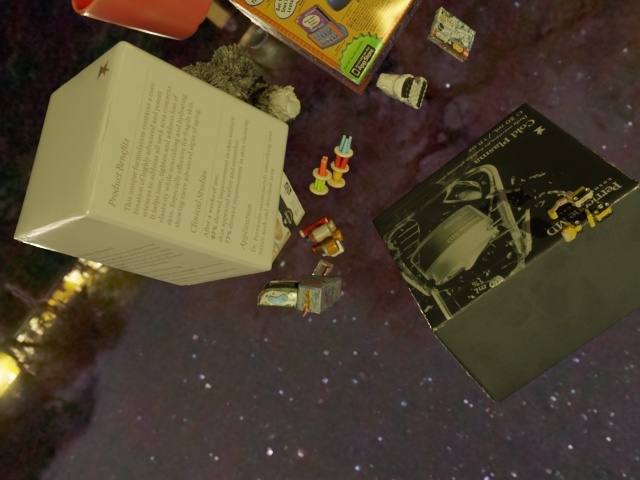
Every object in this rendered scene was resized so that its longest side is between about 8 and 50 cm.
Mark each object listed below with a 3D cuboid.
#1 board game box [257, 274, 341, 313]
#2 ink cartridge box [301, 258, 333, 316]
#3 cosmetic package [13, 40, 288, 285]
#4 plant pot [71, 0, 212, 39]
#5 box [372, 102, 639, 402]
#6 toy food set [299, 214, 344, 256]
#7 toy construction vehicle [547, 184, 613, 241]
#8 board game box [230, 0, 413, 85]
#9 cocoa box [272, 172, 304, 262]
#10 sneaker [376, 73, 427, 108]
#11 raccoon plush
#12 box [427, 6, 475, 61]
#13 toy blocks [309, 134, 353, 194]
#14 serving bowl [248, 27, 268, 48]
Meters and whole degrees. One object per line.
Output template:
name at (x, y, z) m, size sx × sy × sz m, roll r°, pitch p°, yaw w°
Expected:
board game box at (-0.047, 0.122, 1.566) m, size 0.194 × 0.194 × 0.060 m, roll -76°, pitch 169°, yaw -85°
ink cartridge box at (-0.021, 0.124, 1.758) m, size 0.146 × 0.045 × 0.179 m, roll -62°, pitch 174°, yaw 2°
cosmetic package at (-0.325, -0.122, 1.326) m, size 0.327 × 0.393 × 0.330 m, roll -11°, pitch -114°, yaw 46°
plant pot at (-0.384, -0.586, 1.481) m, size 0.274 × 0.243 × 0.275 m, roll -19°, pitch -116°, yaw 44°
box at (0.433, 0.010, 1.496) m, size 0.479 × 0.297 × 0.472 m, roll -38°, pitch -148°, yaw 10°
toy food set at (0.000, 0.000, 1.996) m, size 0.104 × 0.111 × 0.232 m, roll -30°, pitch -170°, yaw 10°
toy construction vehicle at (0.447, -0.051, 1.148) m, size 0.098 × 0.086 × 0.035 m, roll -39°, pitch -144°, yaw 4°
board game box at (0.045, -0.600, 1.559) m, size 0.357 × 0.356 × 0.356 m, roll -56°, pitch -179°, yaw 10°
cocoa box at (-0.244, -0.126, 1.859) m, size 0.231 × 0.347 × 0.228 m, roll 4°, pitch -132°, yaw 33°
sneaker at (0.290, -0.533, 2.320) m, size 0.292 × 0.118 × 0.110 m, roll 0°, pitch 108°, yaw -64°
raccoon plush at (-0.282, -0.340, 1.554) m, size 0.299 × 0.216 × 0.446 m, roll -20°, pitch -166°, yaw -24°
box at (0.368, -0.576, 1.861) m, size 0.027 × 0.137 × 0.094 m, roll -8°, pitch -119°, yaw 60°
toy blocks at (0.033, -0.207, 1.790) m, size 0.123 × 0.054 × 0.148 m, roll -26°, pitch 143°, yaw -39°
serving bowl at (-0.214, -0.712, 2.352) m, size 0.083 × 0.027 × 0.084 m, roll -21°, pitch -128°, yaw 30°
